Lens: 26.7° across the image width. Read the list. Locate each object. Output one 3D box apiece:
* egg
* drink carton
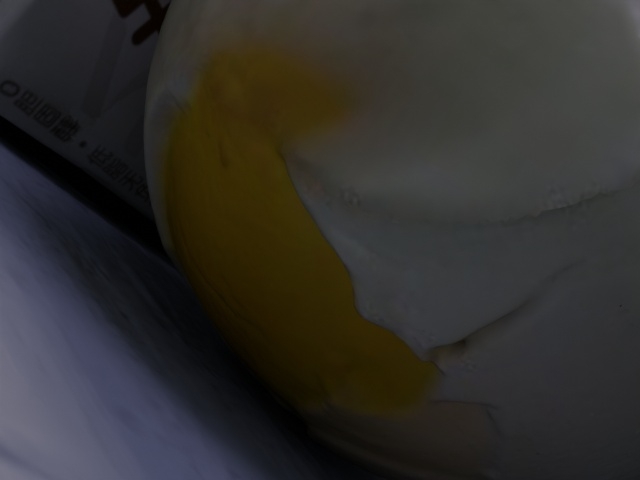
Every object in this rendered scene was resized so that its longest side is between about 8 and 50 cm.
[{"bbox_3d":[0.083,-0.023,0.601,0.283,0.283,0.345,45,-5,37],"label":"egg"},{"bbox_3d":[-0.051,-0.100,0.734,0.132,0.194,0.324,38,-1,41],"label":"drink carton"}]
